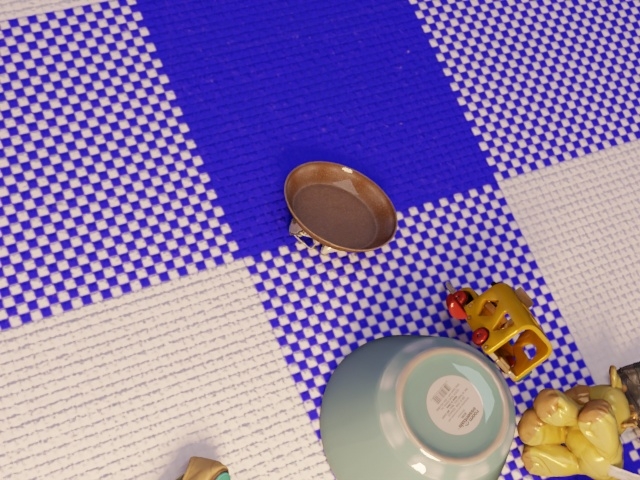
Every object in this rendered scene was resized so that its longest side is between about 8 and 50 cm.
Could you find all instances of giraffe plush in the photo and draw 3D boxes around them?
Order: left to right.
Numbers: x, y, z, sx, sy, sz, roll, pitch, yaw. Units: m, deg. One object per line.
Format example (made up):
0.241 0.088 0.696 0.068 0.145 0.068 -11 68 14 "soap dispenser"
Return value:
0.434 0.288 1.838 0.210 0.181 0.170 28 40 7 "giraffe plush"

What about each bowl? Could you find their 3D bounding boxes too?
0.168 0.268 1.741 0.312 0.163 0.311 7 66 -15 "bowl"

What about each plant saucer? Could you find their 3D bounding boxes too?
0.028 -0.047 1.872 0.199 0.036 0.198 16 42 -15 "plant saucer"

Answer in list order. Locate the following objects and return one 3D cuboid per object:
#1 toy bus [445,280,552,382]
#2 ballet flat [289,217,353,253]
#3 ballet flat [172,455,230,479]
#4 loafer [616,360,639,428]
0.287 0.120 1.816 0.104 0.191 0.202 -38 81 11 "toy bus"
0.000 0.000 1.873 0.114 0.041 0.041 24 62 -8 "ballet flat"
-0.214 0.403 1.614 0.073 0.080 0.232 22 56 23 "ballet flat"
0.539 0.289 1.927 0.061 0.062 0.170 -16 77 16 "loafer"
